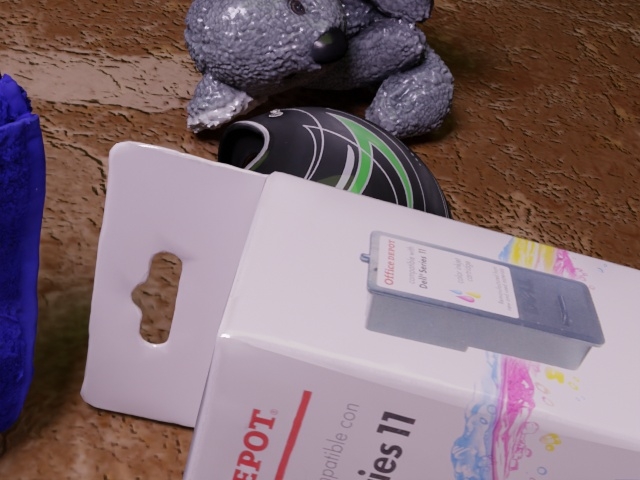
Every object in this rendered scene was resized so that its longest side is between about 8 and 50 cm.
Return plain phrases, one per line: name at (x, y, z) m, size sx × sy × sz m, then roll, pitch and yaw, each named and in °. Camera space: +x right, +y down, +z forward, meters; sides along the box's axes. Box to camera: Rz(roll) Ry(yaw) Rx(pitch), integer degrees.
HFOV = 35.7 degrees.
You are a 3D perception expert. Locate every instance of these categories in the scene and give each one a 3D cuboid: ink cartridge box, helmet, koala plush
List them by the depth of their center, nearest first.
ink cartridge box at (0.045, 0.100, 0.479) m, size 0.354 × 0.207 × 0.119 m, roll 15°, pitch 39°, yaw -2°
helmet at (0.000, 0.000, 0.613) m, size 0.169 × 0.169 × 0.161 m, roll 22°, pitch 57°, yaw 5°
koala plush at (-0.021, -0.177, 0.798) m, size 0.203 × 0.196 × 0.221 m, roll 32°, pitch 42°, yaw 33°

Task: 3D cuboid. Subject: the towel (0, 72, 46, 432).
towel at (-0.227, 0.051, 0.381) m, size 0.076 × 0.227 × 0.308 m, roll 17°, pitch 26°, yaw 23°
